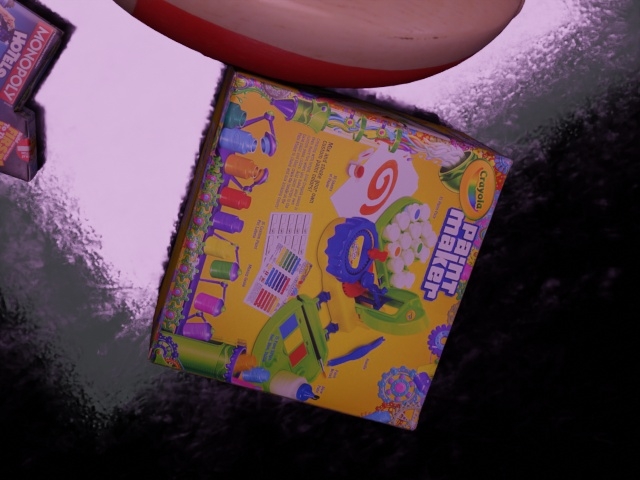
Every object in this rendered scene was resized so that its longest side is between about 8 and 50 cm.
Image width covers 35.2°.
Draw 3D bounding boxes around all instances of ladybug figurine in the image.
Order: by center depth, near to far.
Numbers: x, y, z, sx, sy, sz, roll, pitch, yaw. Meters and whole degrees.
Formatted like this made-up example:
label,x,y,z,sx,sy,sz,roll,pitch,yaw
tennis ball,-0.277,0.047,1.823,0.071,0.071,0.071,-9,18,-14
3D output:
label,x,y,z,sx,sy,sz,roll,pitch,yaw
ladybug figurine,-0.028,-0.260,0.926,0.449,0.305,0.162,15,138,-11

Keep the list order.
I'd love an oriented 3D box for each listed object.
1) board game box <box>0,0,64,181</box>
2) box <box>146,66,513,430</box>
label,x,y,z,sx,sy,sz,roll,pitch,yaw
board game box,-0.346,-0.156,1.012,0.194,0.060,0.194,33,99,-14
box,0.000,0.000,1.032,0.279,0.177,0.290,17,101,-10
